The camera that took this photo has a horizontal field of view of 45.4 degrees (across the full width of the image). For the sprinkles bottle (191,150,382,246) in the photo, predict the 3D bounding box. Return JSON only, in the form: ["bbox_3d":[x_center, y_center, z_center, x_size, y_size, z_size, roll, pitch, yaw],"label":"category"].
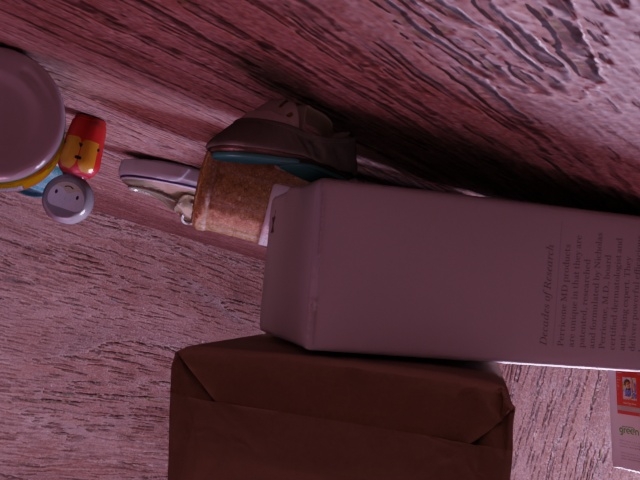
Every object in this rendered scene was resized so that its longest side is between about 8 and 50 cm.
[{"bbox_3d":[0.017,-0.030,1.001,0.355,0.121,0.121,14,175,-4],"label":"sprinkles bottle"}]

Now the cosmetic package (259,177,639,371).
[{"bbox_3d":[0.180,0.044,0.832,0.452,0.162,0.230,6,177,-14],"label":"cosmetic package"}]

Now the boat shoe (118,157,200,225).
[{"bbox_3d":[-0.200,-0.066,1.313,0.302,0.094,0.109,14,175,-10],"label":"boat shoe"}]

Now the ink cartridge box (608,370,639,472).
[{"bbox_3d":[0.492,0.145,0.882,0.130,0.272,0.309,1,175,-26],"label":"ink cartridge box"}]

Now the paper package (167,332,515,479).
[{"bbox_3d":[0.035,0.195,0.800,0.309,0.168,0.325,6,177,12],"label":"paper package"}]

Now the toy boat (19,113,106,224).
[{"bbox_3d":[-0.434,-0.114,1.104,0.318,0.148,0.267,10,174,34],"label":"toy boat"}]

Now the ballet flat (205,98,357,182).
[{"bbox_3d":[-0.031,-0.093,0.692,0.072,0.068,0.213,3,178,29],"label":"ballet flat"}]

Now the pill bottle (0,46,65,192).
[{"bbox_3d":[-0.360,-0.125,0.864,0.136,0.137,0.245,15,175,-19],"label":"pill bottle"}]
